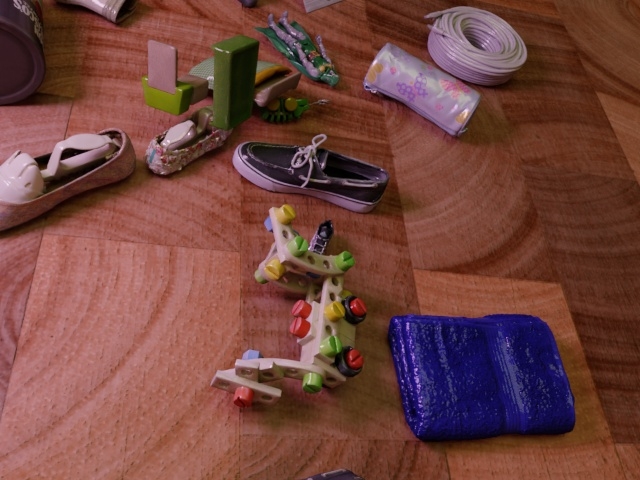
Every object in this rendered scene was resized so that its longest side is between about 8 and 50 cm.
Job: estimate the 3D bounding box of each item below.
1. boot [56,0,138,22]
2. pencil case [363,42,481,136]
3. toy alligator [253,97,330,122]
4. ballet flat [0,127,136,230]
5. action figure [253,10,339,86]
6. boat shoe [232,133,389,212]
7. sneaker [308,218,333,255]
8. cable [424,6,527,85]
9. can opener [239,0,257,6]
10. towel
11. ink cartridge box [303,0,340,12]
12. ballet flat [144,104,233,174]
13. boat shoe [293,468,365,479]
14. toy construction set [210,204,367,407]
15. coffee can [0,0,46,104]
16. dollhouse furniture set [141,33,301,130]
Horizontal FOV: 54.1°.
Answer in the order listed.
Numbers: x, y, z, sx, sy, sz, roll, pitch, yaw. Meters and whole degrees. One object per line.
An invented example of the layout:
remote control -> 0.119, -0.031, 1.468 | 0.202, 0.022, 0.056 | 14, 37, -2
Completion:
boot -> -0.481, -0.583, 1.410 | 0.165, 0.077, 0.213 | 22, 56, -2
pencil case -> 0.237, -0.350, 1.461 | 0.273, 0.113, 0.124 | 29, 61, 3
toy alligator -> -0.066, -0.280, 1.349 | 0.190, 0.056, 0.051 | -3, 99, -22
ballet flat -> -0.460, -0.117, 1.057 | 0.316, 0.106, 0.107 | -33, 71, -34
action figure -> -0.034, -0.446, 1.475 | 0.137, 0.063, 0.232 | -31, 73, -37
boat shoe -> -0.016, -0.144, 1.228 | 0.307, 0.105, 0.113 | 20, 51, -4
sneaker -> 0.000, 0.000, 1.152 | 0.038, 0.069, 0.098 | 19, 51, -4
cable -> 0.412, -0.514, 1.657 | 0.257, 0.089, 0.257 | -29, 69, -34
can opener -> -0.248, -0.702, 1.576 | 0.283, 0.076, 0.095 | 41, 54, 11
towel -> 0.282, 0.224, 1.081 | 0.309, 0.076, 0.227 | 2, 54, -18
ink cartridge box -> -0.023, -0.731, 1.633 | 0.189, 0.232, 0.066 | -33, 31, -34
ballet flat -> -0.243, -0.210, 1.218 | 0.091, 0.077, 0.241 | 34, 51, 8
boat shoe -> -0.030, 0.377, 0.887 | 0.206, 0.075, 0.065 | -10, 16, -19
toy construction set -> -0.037, 0.120, 0.999 | 0.215, 0.151, 0.327 | 34, 55, -24
coffee can -> -0.622, -0.420, 1.161 | 0.202, 0.201, 0.275 | -3, 57, -21
dollhouse furniture set -> -0.180, -0.355, 1.231 | 0.198, 0.151, 0.301 | 21, 36, 18
